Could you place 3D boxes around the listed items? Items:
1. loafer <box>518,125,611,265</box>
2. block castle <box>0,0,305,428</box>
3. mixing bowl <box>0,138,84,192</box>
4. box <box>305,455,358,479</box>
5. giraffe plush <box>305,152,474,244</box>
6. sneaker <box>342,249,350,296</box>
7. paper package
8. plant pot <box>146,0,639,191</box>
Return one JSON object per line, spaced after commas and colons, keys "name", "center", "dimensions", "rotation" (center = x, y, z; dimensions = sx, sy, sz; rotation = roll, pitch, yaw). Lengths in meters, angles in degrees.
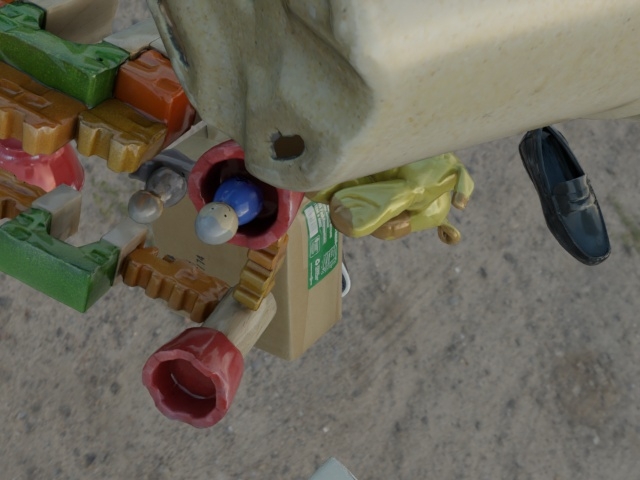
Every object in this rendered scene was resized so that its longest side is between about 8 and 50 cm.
{"name": "loafer", "center": [0.360, -0.069, 1.186], "dimensions": [0.076, 0.078, 0.223], "rotation": [-21, 77, -9]}
{"name": "block castle", "center": [-0.235, -0.054, 0.716], "dimensions": [0.453, 0.303, 0.213], "rotation": [27, 34, 8]}
{"name": "mixing bowl", "center": [-0.471, -0.135, 1.290], "dimensions": [0.181, 0.098, 0.181], "rotation": [7, 46, -7]}
{"name": "box", "center": [-0.068, 0.338, 0.666], "dimensions": [0.311, 0.148, 0.121], "rotation": [-37, 73, -29]}
{"name": "giraffe plush", "center": [0.092, -0.066, 0.940], "dimensions": [0.210, 0.170, 0.181], "rotation": [-6, 67, 7]}
{"name": "sneaker", "center": [0.000, 0.000, 1.584], "dimensions": [0.079, 0.121, 0.217], "rotation": [-13, 101, -2]}
{"name": "paper package", "center": [-0.124, 0.005, 1.388], "dimensions": [0.309, 0.325, 0.168], "rotation": [19, 40, 26]}
{"name": "plant pot", "center": [0.072, -0.180, 0.473], "dimensions": [0.305, 0.334, 0.334], "rotation": [-26, 78, -26]}
